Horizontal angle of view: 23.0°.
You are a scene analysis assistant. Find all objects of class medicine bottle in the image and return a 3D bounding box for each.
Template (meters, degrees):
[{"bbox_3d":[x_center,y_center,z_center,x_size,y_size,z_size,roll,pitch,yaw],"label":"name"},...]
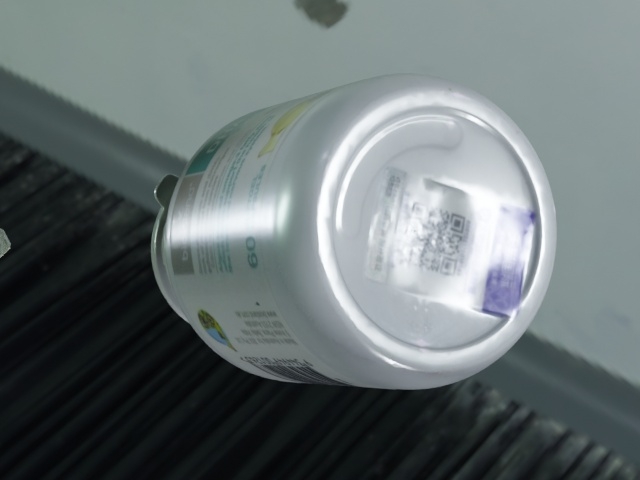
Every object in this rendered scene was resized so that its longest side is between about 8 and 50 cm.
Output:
[{"bbox_3d":[0.000,0.000,0.737,0.135,0.135,0.215,61,155,-12],"label":"medicine bottle"}]

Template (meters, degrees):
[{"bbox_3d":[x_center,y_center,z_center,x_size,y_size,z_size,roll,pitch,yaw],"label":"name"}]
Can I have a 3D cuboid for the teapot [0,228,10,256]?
[{"bbox_3d":[-0.250,-0.065,0.882,0.107,0.077,0.200,-24,104,24],"label":"teapot"}]
